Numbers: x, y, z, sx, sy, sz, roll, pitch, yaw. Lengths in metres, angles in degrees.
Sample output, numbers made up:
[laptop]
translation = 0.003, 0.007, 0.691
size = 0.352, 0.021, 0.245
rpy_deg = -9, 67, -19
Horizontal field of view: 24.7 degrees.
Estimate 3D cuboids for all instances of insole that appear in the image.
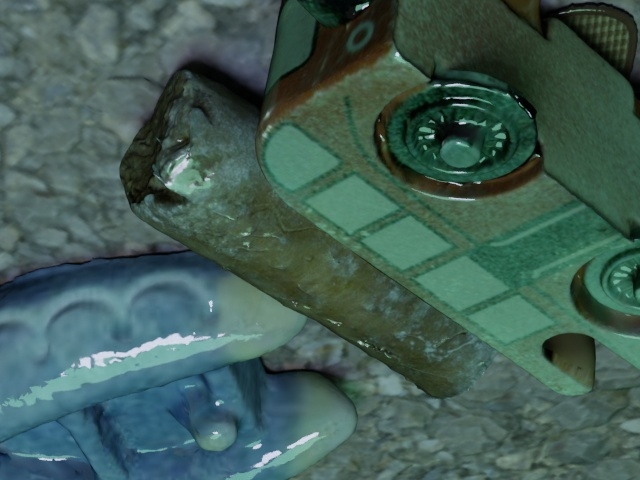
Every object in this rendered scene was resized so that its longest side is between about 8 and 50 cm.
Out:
[insole]
translation = 0.145, -0.038, 0.862
size = 0.086, 0.005, 0.253
rpy_deg = -5, 137, 2

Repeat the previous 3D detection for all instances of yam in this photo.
[yam]
translation = 0.000, 0.000, 0.834
size = 0.259, 0.093, 0.093
rpy_deg = 32, 127, -32

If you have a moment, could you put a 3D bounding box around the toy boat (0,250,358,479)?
[toy boat]
translation = -0.146, 0.127, 0.938
size = 0.330, 0.123, 0.215
rpy_deg = -11, 138, 7

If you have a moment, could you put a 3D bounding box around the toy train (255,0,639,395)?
[toy train]
translation = 0.093, -0.043, 0.762
size = 0.326, 0.129, 0.159
rpy_deg = 34, 134, -32
